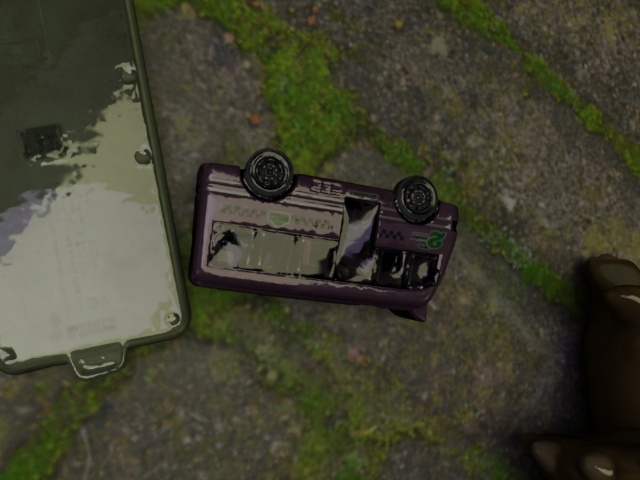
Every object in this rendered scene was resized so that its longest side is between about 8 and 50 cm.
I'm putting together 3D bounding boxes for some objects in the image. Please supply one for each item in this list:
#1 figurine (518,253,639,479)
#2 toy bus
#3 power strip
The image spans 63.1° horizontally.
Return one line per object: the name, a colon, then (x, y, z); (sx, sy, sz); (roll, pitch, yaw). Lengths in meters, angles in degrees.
figurine: (0.246, 0.143, 0.385); (0.173, 0.177, 0.247); (0, 96, -37)
toy bus: (0.000, 0.000, 0.365); (0.178, 0.087, 0.098); (8, 84, -15)
power strip: (-0.162, -0.048, 0.334); (0.118, 0.046, 0.270); (-10, 89, -17)
